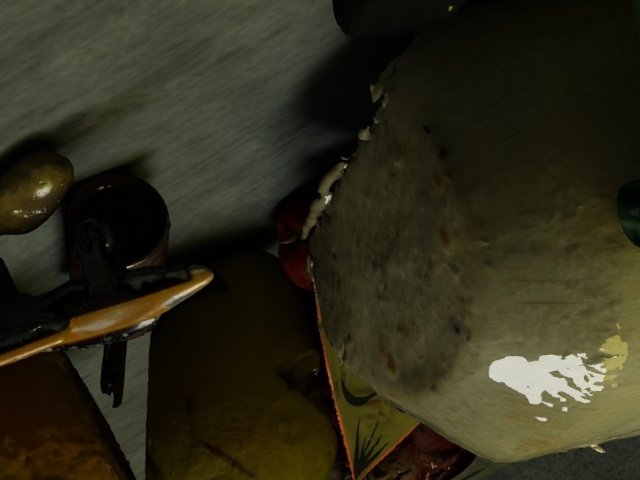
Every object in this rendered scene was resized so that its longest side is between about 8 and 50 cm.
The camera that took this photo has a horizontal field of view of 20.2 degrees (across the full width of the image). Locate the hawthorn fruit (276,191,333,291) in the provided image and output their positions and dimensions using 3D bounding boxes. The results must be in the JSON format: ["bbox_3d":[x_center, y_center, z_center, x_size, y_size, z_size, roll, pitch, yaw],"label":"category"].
[{"bbox_3d":[0.000,0.000,1.492,0.093,0.093,0.093,-24,162,-8],"label":"hawthorn fruit"}]

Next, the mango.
[{"bbox_3d":[-0.069,0.124,1.479,0.167,0.262,0.130,5,152,-17],"label":"mango"}]

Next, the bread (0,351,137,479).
[{"bbox_3d":[-0.229,0.186,1.433,0.146,0.268,0.268,-26,162,-8],"label":"bread"}]

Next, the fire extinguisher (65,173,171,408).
[{"bbox_3d":[-0.162,0.045,1.366,0.106,0.075,0.252,-63,176,-23],"label":"fire extinguisher"}]

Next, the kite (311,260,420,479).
[{"bbox_3d":[0.087,0.059,1.542,0.377,0.013,0.327,20,91,-57],"label":"kite"}]

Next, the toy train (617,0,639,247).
[{"bbox_3d":[0.287,-0.153,1.061,0.253,0.397,0.160,-18,-163,-21],"label":"toy train"}]

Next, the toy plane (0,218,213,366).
[{"bbox_3d":[-0.221,0.052,1.215,0.316,0.103,0.204,-25,-171,21],"label":"toy plane"}]

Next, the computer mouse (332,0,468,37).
[{"bbox_3d":[0.080,-0.188,1.090,0.122,0.073,0.217,-20,162,-19],"label":"computer mouse"}]

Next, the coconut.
[{"bbox_3d":[0.188,-0.014,1.305,0.360,0.346,0.346,-9,156,-28],"label":"coconut"}]

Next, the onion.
[{"bbox_3d":[0.042,0.150,1.740,0.221,0.281,0.281,31,128,-29],"label":"onion"}]

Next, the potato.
[{"bbox_3d":[-0.196,-0.030,1.198,0.051,0.040,0.083,-21,167,-48],"label":"potato"}]
